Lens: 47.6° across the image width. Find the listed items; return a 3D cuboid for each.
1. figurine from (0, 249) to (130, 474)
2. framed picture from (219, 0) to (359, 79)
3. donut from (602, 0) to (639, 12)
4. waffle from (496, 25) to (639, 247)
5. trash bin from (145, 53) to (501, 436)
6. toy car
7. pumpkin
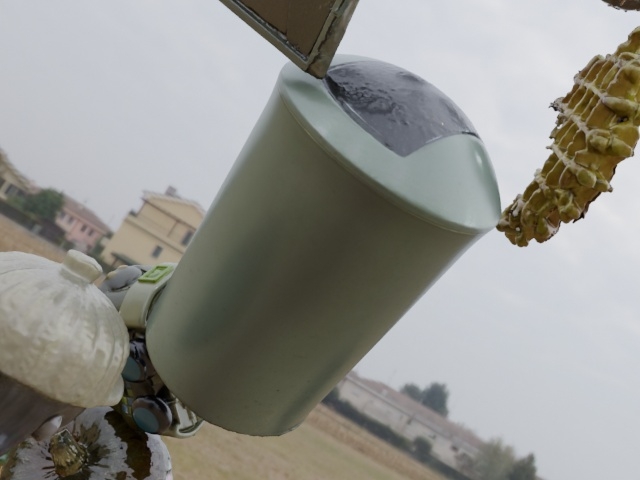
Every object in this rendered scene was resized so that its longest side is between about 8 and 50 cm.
[{"bbox_3d":[-0.319,0.154,0.659,0.185,0.332,0.204,37,-37,2],"label":"figurine"},{"bbox_3d":[-0.003,-0.342,0.676,0.024,0.314,0.232,1,37,-46],"label":"framed picture"},{"bbox_3d":[0.521,-0.471,1.172,0.235,0.235,0.089,28,-11,19],"label":"donut"},{"bbox_3d":[0.327,-0.133,0.918,0.069,0.292,0.260,29,-18,-4],"label":"waffle"},{"bbox_3d":[0.000,0.000,0.838,0.281,0.432,0.280,28,28,-16],"label":"trash bin"},{"bbox_3d":[-0.256,0.151,1.036,0.198,0.204,0.247,3,-64,26],"label":"toy car"},{"bbox_3d":[-0.352,0.344,1.066,0.260,0.260,0.189,26,-40,27],"label":"pumpkin"}]
